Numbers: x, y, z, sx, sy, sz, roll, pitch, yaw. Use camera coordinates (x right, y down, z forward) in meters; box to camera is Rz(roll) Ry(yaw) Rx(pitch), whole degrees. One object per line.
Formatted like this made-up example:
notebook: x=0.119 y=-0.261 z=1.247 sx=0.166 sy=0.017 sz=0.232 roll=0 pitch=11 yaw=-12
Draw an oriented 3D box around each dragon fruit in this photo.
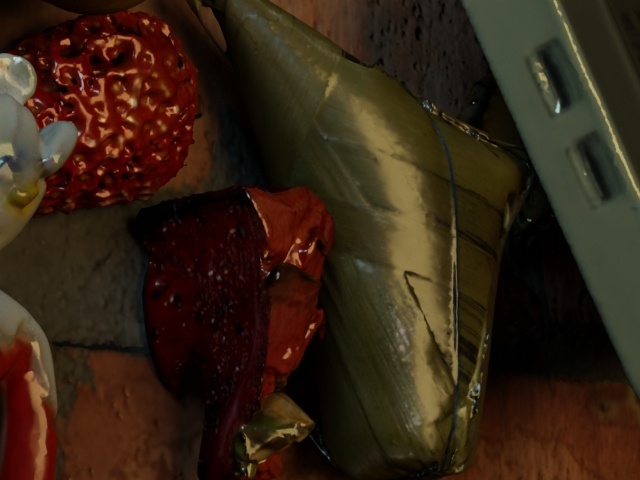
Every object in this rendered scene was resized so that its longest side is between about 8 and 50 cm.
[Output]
dragon fruit: x=-0.055 y=0.061 z=1.117 sx=0.122 sy=0.092 sz=0.192 roll=5 pitch=94 yaw=-6

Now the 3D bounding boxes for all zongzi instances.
zongzi: x=0.000 y=0.000 z=1.197 sx=0.289 sy=0.123 sz=0.260 roll=31 pitch=60 yaw=-35

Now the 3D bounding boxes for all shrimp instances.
shrimp: x=0.189 y=0.008 z=1.454 sx=0.290 sy=0.054 sz=0.222 roll=42 pitch=52 yaw=-33

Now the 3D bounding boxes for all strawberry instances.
strawberry: x=-0.132 y=-0.067 z=1.091 sx=0.188 sy=0.082 sz=0.121 roll=-36 pitch=112 yaw=-49

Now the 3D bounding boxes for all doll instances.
doll: x=-0.210 y=0.086 z=0.918 sx=0.188 sy=0.099 sz=0.384 roll=24 pitch=72 yaw=-31

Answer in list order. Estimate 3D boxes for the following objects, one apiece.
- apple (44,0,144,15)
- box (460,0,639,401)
apple: x=-0.142 y=-0.221 z=1.040 sx=0.182 sy=0.182 sz=0.155 roll=40 pitch=81 yaw=-36
box: x=0.245 y=-0.072 z=1.402 sx=0.373 sy=0.090 sz=0.367 roll=67 pitch=23 yaw=1
